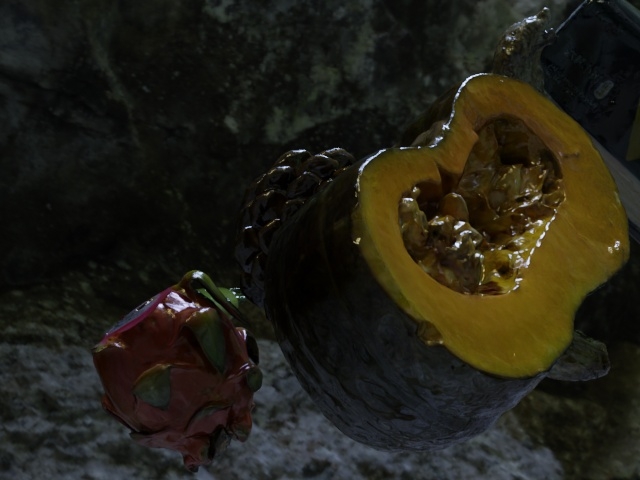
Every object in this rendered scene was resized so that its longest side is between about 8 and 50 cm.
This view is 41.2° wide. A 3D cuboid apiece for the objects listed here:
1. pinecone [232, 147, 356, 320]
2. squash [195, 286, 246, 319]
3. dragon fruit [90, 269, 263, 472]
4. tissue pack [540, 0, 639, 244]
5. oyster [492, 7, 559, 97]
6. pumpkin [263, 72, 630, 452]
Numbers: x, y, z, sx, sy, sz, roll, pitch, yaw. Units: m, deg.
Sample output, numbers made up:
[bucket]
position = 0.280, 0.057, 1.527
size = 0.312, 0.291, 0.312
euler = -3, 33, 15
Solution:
[pinecone]
position = 0.000, 0.000, 1.089
size = 0.244, 0.309, 0.244
euler = -4, -74, -14
[squash]
position = -0.180, 0.116, 1.434
size = 0.200, 0.090, 0.075
euler = 1, -101, -68
[dragon fruit]
position = -0.184, 0.176, 1.136
size = 0.227, 0.224, 0.224
euler = 46, -107, -14
[tissue pack]
position = 0.516, -0.162, 1.336
size = 0.253, 0.416, 0.264
euler = -47, -12, 25
[oyster]
position = 0.193, -0.159, 0.779
size = 0.080, 0.038, 0.083
euler = -33, -84, 14
[pumpkin]
position = 0.104, 0.023, 0.582
size = 0.222, 0.139, 0.317
euler = 52, -142, -1
